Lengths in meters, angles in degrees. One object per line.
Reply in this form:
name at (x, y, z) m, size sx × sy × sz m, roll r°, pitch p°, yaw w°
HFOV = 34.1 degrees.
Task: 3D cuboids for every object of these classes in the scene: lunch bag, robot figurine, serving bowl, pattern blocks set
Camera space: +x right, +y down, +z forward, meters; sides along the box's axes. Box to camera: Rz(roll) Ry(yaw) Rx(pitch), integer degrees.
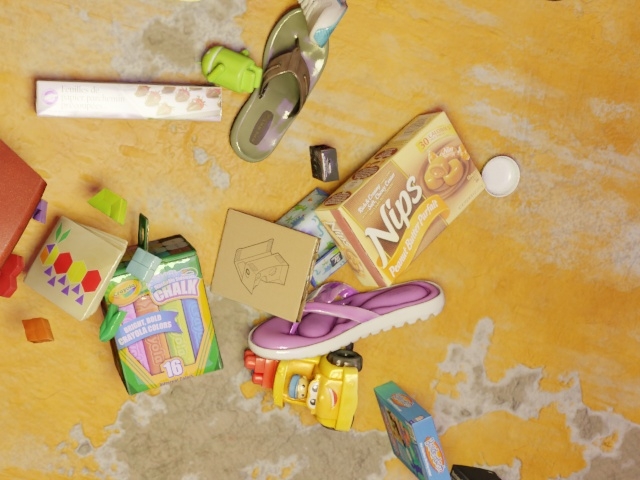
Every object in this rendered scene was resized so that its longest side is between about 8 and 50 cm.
lunch bag at (0.000, 0.000, 1.989) m, size 0.129 × 0.096 × 0.151 m, roll -38°, pitch 122°, yaw -9°
robot figurine at (-0.163, -0.307, 1.869) m, size 0.115 × 0.101 × 0.067 m, roll 25°, pitch 128°, yaw 15°
serving bowl at (0.359, -0.130, 2.104) m, size 0.083 × 0.027 × 0.083 m, roll -4°, pitch 102°, yaw -17°
pattern blocks set at (-0.418, 0.044, 1.767) m, size 0.285 × 0.325 × 0.026 m, roll -54°, pitch 145°, yaw 0°

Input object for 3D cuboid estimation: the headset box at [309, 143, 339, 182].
headset box at (0.008, -0.145, 1.962) m, size 0.032 × 0.083 × 0.062 m, roll -10°, pitch 105°, yaw -16°

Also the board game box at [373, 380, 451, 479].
board game box at (0.181, 0.386, 2.059) m, size 0.047 × 0.210 × 0.160 m, roll -22°, pitch 107°, yaw -13°

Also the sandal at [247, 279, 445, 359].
sandal at (0.045, 0.122, 1.991) m, size 0.416 × 0.169 × 0.102 m, roll -14°, pitch 111°, yaw -27°

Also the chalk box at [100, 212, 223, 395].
chalk box at (-0.303, 0.098, 1.866) m, size 0.179 × 0.180 × 0.289 m, roll -15°, pitch 104°, yaw -14°

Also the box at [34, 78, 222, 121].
box at (-0.337, -0.248, 1.843) m, size 0.324 × 0.067 × 0.063 m, roll -1°, pitch 101°, yaw -18°

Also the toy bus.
toy bus at (-0.038, 0.256, 1.965) m, size 0.211 × 0.220 × 0.149 m, roll 7°, pitch 104°, yaw -12°

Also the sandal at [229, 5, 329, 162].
sandal at (-0.064, -0.278, 1.909) m, size 0.120 × 0.086 × 0.302 m, roll 22°, pitch 93°, yaw -20°

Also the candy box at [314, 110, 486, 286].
candy box at (0.157, -0.080, 1.969) m, size 0.316 × 0.087 × 0.183 m, roll -43°, pitch 111°, yaw -26°

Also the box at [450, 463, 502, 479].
box at (0.321, 0.596, 2.177) m, size 0.108 × 0.153 × 0.207 m, roll 14°, pitch 96°, yaw -19°

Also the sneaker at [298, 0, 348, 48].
sneaker at (-0.005, -0.423, 1.846) m, size 0.092 × 0.228 × 0.087 m, roll 26°, pitch 128°, yaw -17°

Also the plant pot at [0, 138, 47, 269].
plant pot at (-0.606, -0.071, 1.705) m, size 0.267 × 0.267 × 0.236 m, roll 46°, pitch 74°, yaw -20°

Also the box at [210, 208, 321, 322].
box at (-0.104, 0.047, 1.924) m, size 0.021 × 0.201 × 0.164 m, roll 1°, pitch 105°, yaw -60°
